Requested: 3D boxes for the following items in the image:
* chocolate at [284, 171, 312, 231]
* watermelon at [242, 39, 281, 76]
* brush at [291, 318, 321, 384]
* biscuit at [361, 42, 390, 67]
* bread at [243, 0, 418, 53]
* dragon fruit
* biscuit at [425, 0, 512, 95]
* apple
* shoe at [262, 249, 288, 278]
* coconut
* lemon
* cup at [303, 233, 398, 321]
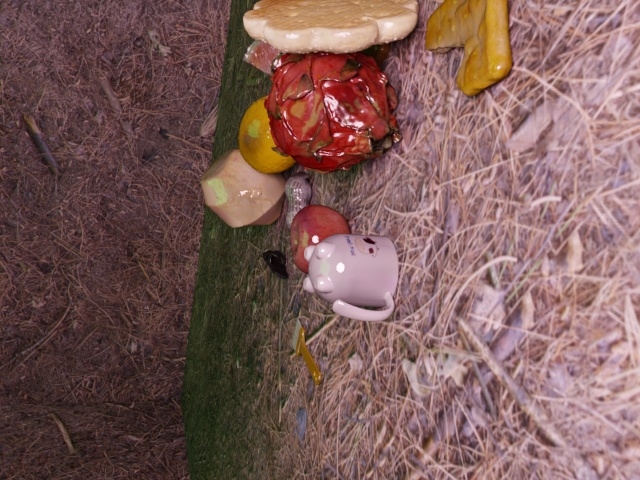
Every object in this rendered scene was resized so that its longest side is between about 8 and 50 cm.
[{"bbox_3d":[-0.057,-0.097,1.346,0.072,0.072,0.167,155,114,-66],"label":"chocolate"},{"bbox_3d":[-0.119,-0.542,1.489,0.136,0.207,0.202,79,165,-59],"label":"watermelon"},{"bbox_3d":[-0.035,0.285,1.299,0.218,0.010,0.082,-130,49,-60],"label":"brush"},{"bbox_3d":[0.086,-0.423,1.086,0.215,0.034,0.182,-178,92,-69],"label":"biscuit"},{"bbox_3d":[0.020,-0.380,0.895,0.316,0.316,0.054,-115,18,-52],"label":"bread"},{"bbox_3d":[0.015,-0.241,0.958,0.299,0.244,0.244,43,127,43],"label":"dragon fruit"},{"bbox_3d":[0.207,-0.282,0.741,0.174,0.039,0.183,152,121,-64],"label":"biscuit"},{"bbox_3d":[0.000,0.000,1.113,0.153,0.120,0.153,179,90,-72],"label":"apple"},{"bbox_3d":[-0.122,0.059,1.506,0.053,0.062,0.159,-65,26,16],"label":"shoe"},{"bbox_3d":[-0.222,-0.146,1.571,0.259,0.259,0.259,-176,90,-69],"label":"coconut"},{"bbox_3d":[-0.126,-0.285,1.397,0.256,0.188,0.188,120,148,-40],"label":"lemon"},{"bbox_3d":[0.050,0.072,0.937,0.134,0.142,0.173,136,134,-59],"label":"cup"}]
